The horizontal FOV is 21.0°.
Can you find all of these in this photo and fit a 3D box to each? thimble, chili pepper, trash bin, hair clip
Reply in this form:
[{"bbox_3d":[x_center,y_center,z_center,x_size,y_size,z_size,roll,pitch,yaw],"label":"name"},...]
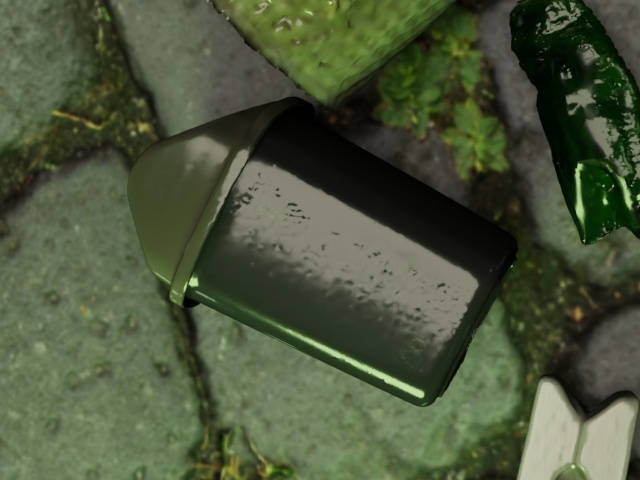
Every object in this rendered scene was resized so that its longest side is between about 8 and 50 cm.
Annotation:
[{"bbox_3d":[-0.024,-0.238,1.345,0.150,0.271,0.271,-42,82,8],"label":"thimble"},{"bbox_3d":[0.216,-0.094,1.384,0.098,0.061,0.224,-23,84,40],"label":"chili pepper"},{"bbox_3d":[0.000,0.000,1.376,0.290,0.209,0.182,28,101,6],"label":"trash bin"},{"bbox_3d":[0.184,0.276,1.398,0.101,0.085,0.330,11,88,11],"label":"hair clip"}]
